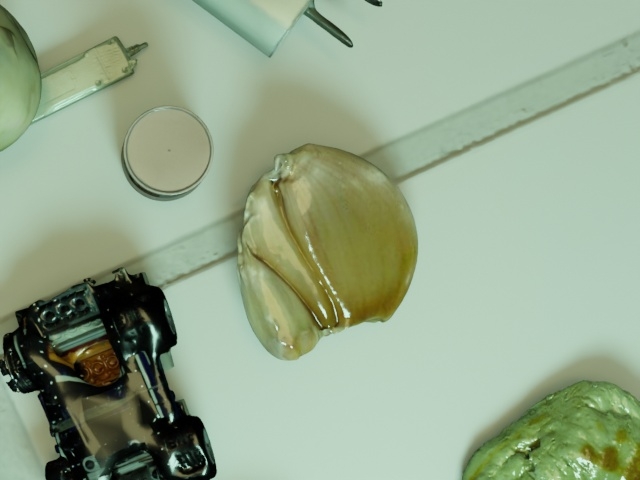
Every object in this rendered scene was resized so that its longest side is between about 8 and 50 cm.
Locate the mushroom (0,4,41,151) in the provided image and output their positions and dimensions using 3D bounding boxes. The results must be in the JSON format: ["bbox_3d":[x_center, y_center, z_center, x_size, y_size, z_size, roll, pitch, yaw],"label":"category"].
[{"bbox_3d":[-0.461,-0.123,1.809,0.314,0.314,0.336,7,109,-7],"label":"mushroom"}]

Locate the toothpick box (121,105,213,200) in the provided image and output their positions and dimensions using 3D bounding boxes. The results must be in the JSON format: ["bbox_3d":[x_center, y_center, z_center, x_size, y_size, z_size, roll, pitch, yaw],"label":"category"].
[{"bbox_3d":[-0.170,-0.094,1.887,0.098,0.149,0.098,0,88,-7],"label":"toothpick box"}]

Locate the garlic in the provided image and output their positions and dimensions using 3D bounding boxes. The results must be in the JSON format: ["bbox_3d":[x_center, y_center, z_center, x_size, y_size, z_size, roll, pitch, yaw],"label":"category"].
[{"bbox_3d":[0.000,0.000,1.932,0.217,0.110,0.228,-18,102,-19],"label":"garlic"}]

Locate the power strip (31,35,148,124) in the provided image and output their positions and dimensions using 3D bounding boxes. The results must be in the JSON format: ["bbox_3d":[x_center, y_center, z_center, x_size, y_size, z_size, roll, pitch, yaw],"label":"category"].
[{"bbox_3d":[-0.280,-0.180,1.935,0.191,0.030,0.047,-28,91,-7],"label":"power strip"}]

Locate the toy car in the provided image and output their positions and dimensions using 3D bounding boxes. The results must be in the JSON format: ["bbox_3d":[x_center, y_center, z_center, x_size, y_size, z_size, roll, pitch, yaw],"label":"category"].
[{"bbox_3d":[-0.230,0.191,1.890,0.193,0.118,0.301,-18,92,1],"label":"toy car"}]

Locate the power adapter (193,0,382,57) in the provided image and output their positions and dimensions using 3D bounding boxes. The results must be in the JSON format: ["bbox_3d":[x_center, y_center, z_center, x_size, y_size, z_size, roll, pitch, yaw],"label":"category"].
[{"bbox_3d":[-0.049,-0.317,1.922,0.255,0.124,0.187,36,86,-6],"label":"power adapter"}]

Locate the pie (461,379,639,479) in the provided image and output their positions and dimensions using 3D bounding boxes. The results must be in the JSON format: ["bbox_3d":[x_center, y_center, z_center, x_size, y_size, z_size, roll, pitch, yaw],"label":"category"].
[{"bbox_3d":[0.292,0.283,1.966,0.248,0.090,0.201,-37,96,-3],"label":"pie"}]
